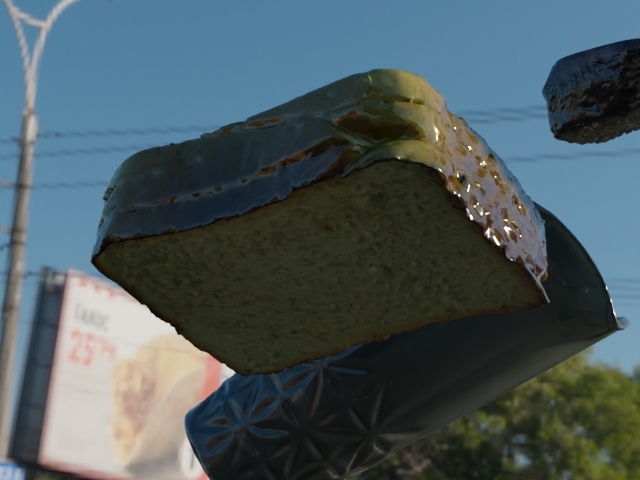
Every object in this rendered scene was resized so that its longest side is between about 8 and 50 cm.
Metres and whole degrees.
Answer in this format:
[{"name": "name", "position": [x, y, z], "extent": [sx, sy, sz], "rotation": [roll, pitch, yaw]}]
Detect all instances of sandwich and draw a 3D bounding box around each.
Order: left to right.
[{"name": "sandwich", "position": [0.000, 0.000, 0.719], "extent": [0.214, 0.065, 0.186], "rotation": [-18, -39, 28]}]

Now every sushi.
[{"name": "sushi", "position": [0.450, -0.225, 1.948], "extent": [0.225, 0.126, 0.136], "rotation": [-10, -11, 40]}]

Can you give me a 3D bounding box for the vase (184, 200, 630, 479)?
[{"name": "vase", "position": [0.046, 0.078, 0.943], "extent": [0.301, 0.251, 0.156], "rotation": [-36, -57, 2]}]
